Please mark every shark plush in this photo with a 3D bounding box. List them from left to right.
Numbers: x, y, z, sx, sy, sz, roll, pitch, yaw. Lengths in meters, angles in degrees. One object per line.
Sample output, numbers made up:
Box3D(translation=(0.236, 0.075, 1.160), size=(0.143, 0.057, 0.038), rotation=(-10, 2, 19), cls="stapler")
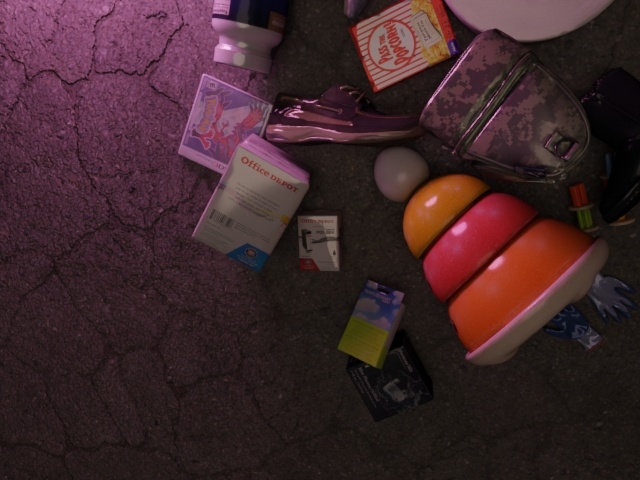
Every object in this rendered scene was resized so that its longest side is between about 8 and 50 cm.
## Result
Box3D(translation=(0.108, -0.518, 1.042), size=(0.161, 0.067, 0.073), rotation=(-37, 127, 1), cls="shark plush")

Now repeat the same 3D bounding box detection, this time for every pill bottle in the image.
Box3D(translation=(-0.142, -0.492, 1.055), size=(0.153, 0.153, 0.265), rotation=(14, 107, 8), cls="pill bottle")

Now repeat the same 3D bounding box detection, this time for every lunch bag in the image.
Box3D(translation=(0.353, -0.210, 0.924), size=(0.256, 0.305, 0.213), rotation=(39, 109, 16), cls="lunch bag")

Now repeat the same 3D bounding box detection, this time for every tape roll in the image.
Box3D(translation=(0.403, -0.578, 0.963), size=(0.391, 0.072, 0.393), rotation=(3, 104, 11), cls="tape roll")

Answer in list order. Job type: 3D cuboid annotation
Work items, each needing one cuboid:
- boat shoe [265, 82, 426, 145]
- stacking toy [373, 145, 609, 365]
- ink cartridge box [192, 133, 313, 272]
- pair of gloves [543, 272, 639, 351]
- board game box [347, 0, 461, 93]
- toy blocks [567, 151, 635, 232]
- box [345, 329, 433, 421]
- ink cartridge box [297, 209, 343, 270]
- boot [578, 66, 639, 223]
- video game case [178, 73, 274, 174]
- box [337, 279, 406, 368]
Box3D(translation=(0.046, -0.266, 1.072), size=(0.354, 0.132, 0.131), rotation=(4, 99, 18), cls="boat shoe")
Box3D(translation=(0.293, -0.019, 1.057), size=(0.480, 0.350, 0.351), rotation=(48, 109, 17), cls="stacking toy")
Box3D(translation=(-0.145, -0.089, 1.138), size=(0.171, 0.168, 0.233), rotation=(30, 108, -9), cls="ink cartridge box")
Box3D(translation=(0.595, 0.154, 1.138), size=(0.159, 0.023, 0.198), rotation=(42, 107, 1), cls="pair of gloves")
Box3D(translation=(0.175, -0.416, 1.065), size=(0.193, 0.045, 0.147), rotation=(-22, 99, 16), cls="board game box")
Box3D(translation=(0.576, -0.100, 1.059), size=(0.123, 0.054, 0.148), rotation=(-13, 101, 15), cls="toy blocks")
Box3D(translation=(0.168, 0.327, 1.233), size=(0.158, 0.093, 0.156), rotation=(-28, 97, 16), cls="box")
Box3D(translation=(0.000, 0.000, 1.201), size=(0.099, 0.056, 0.136), rotation=(0, 105, 12), cls="ink cartridge box")
Box3D(translation=(0.568, -0.186, 0.988), size=(0.207, 0.094, 0.247), rotation=(46, 115, 29), cls="boot")
Box3D(translation=(-0.224, -0.260, 1.198), size=(0.183, 0.023, 0.202), rotation=(25, 107, 4), cls="video game case")
Box3D(translation=(0.124, 0.193, 1.187), size=(0.108, 0.042, 0.178), rotation=(19, 82, 32), cls="box")
